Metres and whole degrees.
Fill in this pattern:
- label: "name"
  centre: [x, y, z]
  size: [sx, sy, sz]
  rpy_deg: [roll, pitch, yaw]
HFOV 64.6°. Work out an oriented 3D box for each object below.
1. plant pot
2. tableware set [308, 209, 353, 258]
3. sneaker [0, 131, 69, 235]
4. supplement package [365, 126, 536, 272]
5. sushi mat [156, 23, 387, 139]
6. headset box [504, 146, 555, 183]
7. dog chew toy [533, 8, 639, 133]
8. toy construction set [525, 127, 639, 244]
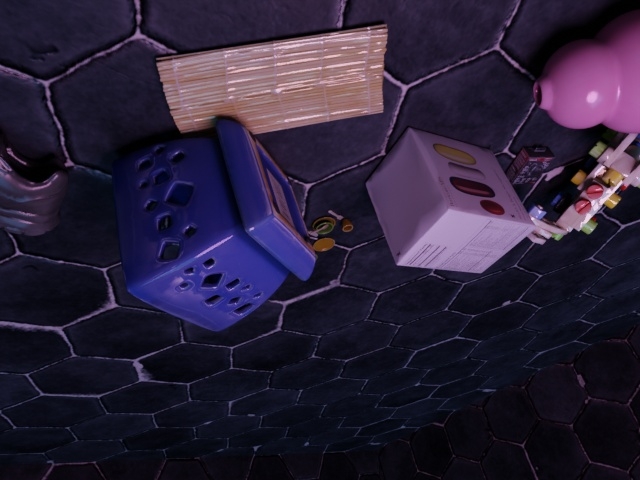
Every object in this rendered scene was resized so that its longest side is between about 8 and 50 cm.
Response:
- label: "plant pot"
  centre: [-0.147, -0.025, 0.770]
  size: [0.212, 0.236, 0.236]
  rpy_deg: [-25, 150, 9]
- label: "tableware set"
  centre: [0.000, 0.000, 1.057]
  size: [0.154, 0.024, 0.104]
  rpy_deg: [-35, 141, 26]
- label: "sneaker"
  centre: [-0.485, -0.100, 0.674]
  size: [0.286, 0.109, 0.130]
  rpy_deg: [12, 128, -44]
- label: "supplement package"
  centre: [0.223, -0.066, 0.898]
  size: [0.203, 0.194, 0.149]
  rpy_deg: [7, 139, -30]
- label: "sushi mat"
  centre: [-0.058, -0.219, 0.726]
  size: [0.317, 0.019, 0.151]
  rpy_deg: [-11, 147, -6]
- label: "headset box"
  centre: [0.413, -0.150, 0.998]
  size: [0.062, 0.032, 0.083]
  rpy_deg: [-4, 143, -17]
- label: "dog chew toy"
  centre: [0.490, -0.253, 0.749]
  size: [0.332, 0.206, 0.206]
  rpy_deg: [-10, 146, 7]
- label: "toy construction set"
  centre: [0.519, -0.094, 0.983]
  size: [0.328, 0.151, 0.215]
  rpy_deg: [-42, 173, 31]
